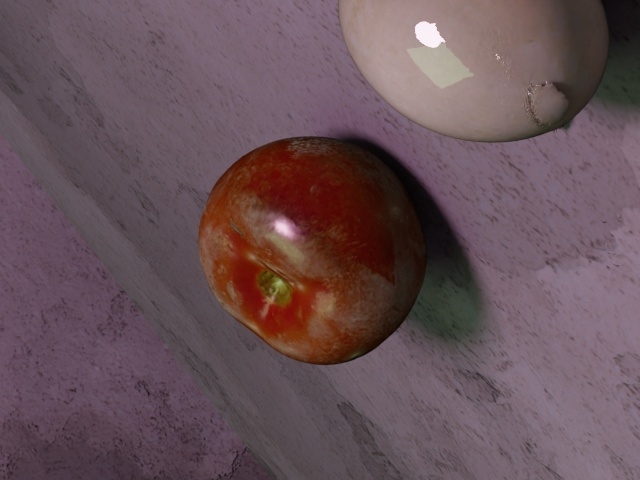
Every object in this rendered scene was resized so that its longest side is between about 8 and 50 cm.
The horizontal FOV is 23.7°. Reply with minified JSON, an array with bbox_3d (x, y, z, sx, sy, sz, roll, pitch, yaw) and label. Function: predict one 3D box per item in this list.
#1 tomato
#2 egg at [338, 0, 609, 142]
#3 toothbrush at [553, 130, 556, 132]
[{"bbox_3d":[0.000,0.000,1.765,0.270,0.222,0.270,22,135,24],"label":"tomato"},{"bbox_3d":[0.119,-0.179,1.241,0.253,0.186,0.186,39,158,36],"label":"egg"},{"bbox_3d":[0.126,-0.165,1.489,0.294,0.026,0.028,32,168,39],"label":"toothbrush"}]
